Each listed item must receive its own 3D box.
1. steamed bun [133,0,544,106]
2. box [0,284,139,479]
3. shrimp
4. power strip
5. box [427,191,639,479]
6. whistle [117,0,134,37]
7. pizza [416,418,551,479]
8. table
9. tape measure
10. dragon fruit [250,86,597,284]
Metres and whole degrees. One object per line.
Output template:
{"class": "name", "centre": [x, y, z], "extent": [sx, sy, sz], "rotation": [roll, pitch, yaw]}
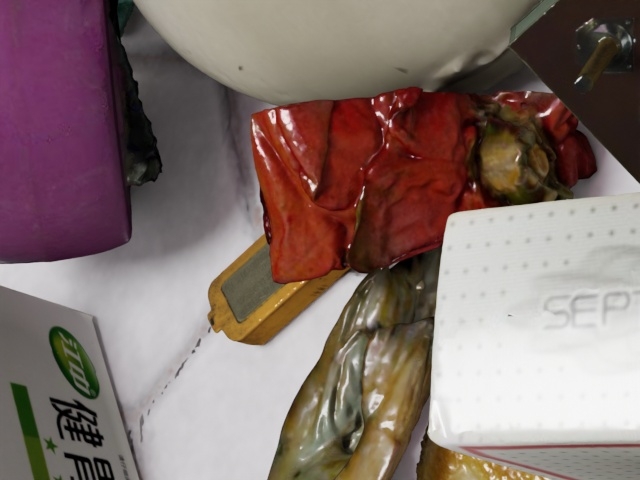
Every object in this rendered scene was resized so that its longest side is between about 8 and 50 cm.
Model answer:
{"class": "steamed bun", "centre": [0.010, -0.263, 1.021], "extent": [0.374, 0.241, 0.374], "rotation": [-16, 63, 35]}
{"class": "box", "centre": [-0.211, 0.185, 1.083], "extent": [0.145, 0.173, 0.332], "rotation": [-34, 58, 22]}
{"class": "shrimp", "centre": [0.025, 0.090, 0.969], "extent": [0.254, 0.059, 0.145], "rotation": [-62, 10, 3]}
{"class": "power strip", "centre": [0.000, 0.000, 1.075], "extent": [0.178, 0.028, 0.049], "rotation": [-42, 54, 20]}
{"class": "box", "centre": [0.218, 0.062, 0.690], "extent": [0.210, 0.330, 0.095], "rotation": [-6, 71, 36]}
{"class": "whistle", "centre": [-0.204, -0.216, 1.264], "extent": [0.186, 0.039, 0.039], "rotation": [42, 103, 18]}
{"class": "pizza", "centre": [0.147, 0.120, 0.906], "extent": [0.199, 0.062, 0.188], "rotation": [35, 110, 33]}
{"class": "table", "centre": [0.221, -0.130, 0.862], "extent": [0.240, 0.121, 0.111], "rotation": [-43, 11, 20]}
{"class": "tape measure", "centre": [-0.182, -0.109, 1.117], "extent": [0.149, 0.231, 0.245], "rotation": [-6, 99, -6]}
{"class": "dragon fruit", "centre": [0.061, -0.027, 0.982], "extent": [0.192, 0.122, 0.092], "rotation": [-8, 76, -3]}
